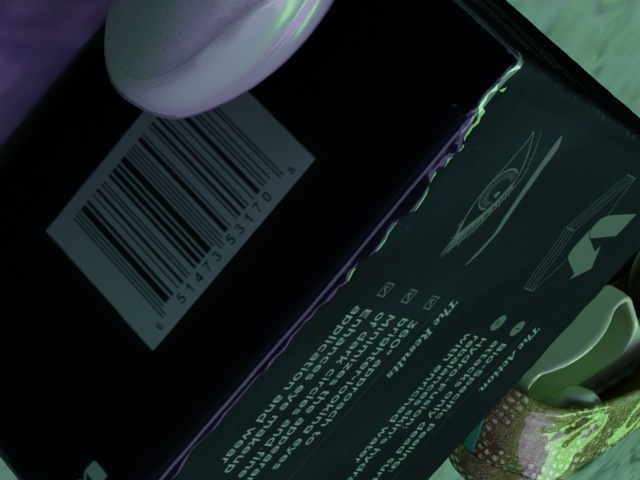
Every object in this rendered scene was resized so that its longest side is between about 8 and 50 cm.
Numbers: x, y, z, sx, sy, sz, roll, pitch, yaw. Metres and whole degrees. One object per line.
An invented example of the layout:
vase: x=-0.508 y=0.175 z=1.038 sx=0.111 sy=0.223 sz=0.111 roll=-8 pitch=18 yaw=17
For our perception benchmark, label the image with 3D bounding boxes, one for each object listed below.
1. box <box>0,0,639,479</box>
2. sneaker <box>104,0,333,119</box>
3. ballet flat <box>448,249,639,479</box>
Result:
box: x=0.000 y=0.000 z=0.516 sx=0.156 sy=0.093 sz=0.158 roll=-49 pitch=155 yaw=11
sneaker: x=-0.012 y=-0.095 z=0.401 sx=0.061 sy=0.053 sz=0.152 roll=8 pitch=119 yaw=-50
ballet flat: x=0.139 y=0.042 z=0.847 sx=0.206 sy=0.073 sz=0.067 roll=-32 pitch=140 yaw=-34
